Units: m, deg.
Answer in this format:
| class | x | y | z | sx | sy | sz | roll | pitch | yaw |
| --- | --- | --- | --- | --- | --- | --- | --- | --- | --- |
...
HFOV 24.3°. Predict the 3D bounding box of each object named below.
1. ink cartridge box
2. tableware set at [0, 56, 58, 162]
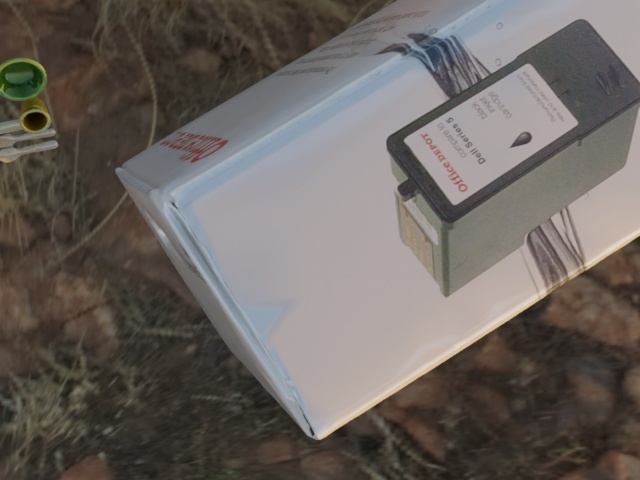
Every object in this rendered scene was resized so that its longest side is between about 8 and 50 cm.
| class | x | y | z | sx | sy | sz | roll | pitch | yaw |
| --- | --- | --- | --- | --- | --- | --- | --- | --- | --- |
| ink cartridge box | 0.062 | -0.049 | 0.643 | 0.273 | 0.198 | 0.114 | -32 | 101 | -7 |
| tableware set | -0.266 | -0.082 | 1.059 | 0.154 | 0.104 | 0.024 | -12 | 45 | -6 |
